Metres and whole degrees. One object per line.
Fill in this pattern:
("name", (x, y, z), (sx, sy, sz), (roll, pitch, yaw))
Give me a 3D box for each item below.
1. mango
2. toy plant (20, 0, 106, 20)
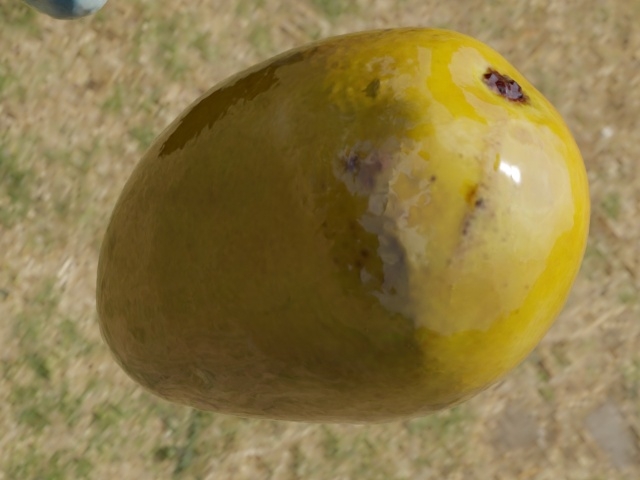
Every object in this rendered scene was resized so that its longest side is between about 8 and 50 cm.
("mango", (0.000, 0.000, 1.428), (0.232, 0.446, 0.300), (5, 72, -48))
("toy plant", (-0.302, -0.307, 1.668), (0.247, 0.332, 0.247), (-18, 113, -49))
